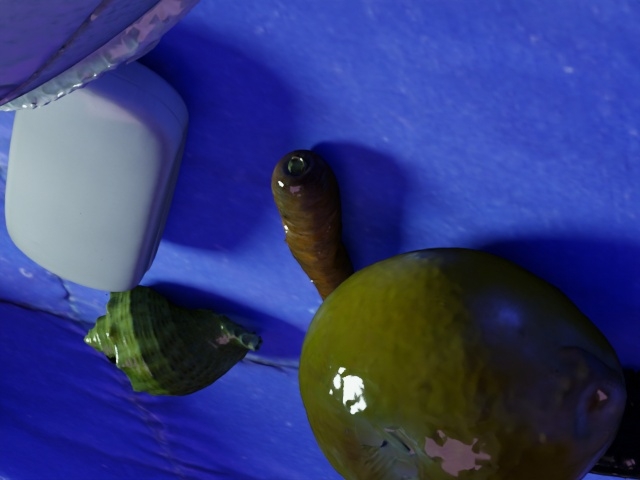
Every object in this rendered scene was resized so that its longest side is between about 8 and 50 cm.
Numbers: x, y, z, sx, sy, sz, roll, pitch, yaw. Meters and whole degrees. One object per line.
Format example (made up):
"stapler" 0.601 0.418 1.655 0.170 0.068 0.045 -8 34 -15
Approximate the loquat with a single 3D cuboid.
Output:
"loquat" 0.077 0.077 0.947 0.195 0.152 0.152 8 151 49

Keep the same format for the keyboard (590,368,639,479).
"keyboard" 0.154 0.100 1.008 0.231 0.072 0.023 4 135 34

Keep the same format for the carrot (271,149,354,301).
"carrot" -0.002 0.000 0.992 0.035 0.036 0.165 15 154 15

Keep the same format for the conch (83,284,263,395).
"conch" -0.095 0.064 1.163 0.121 0.074 0.089 -2 179 11

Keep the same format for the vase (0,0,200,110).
"vase" -0.101 -0.158 0.591 0.445 0.250 0.250 -9 139 39

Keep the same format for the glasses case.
"glasses case" -0.127 -0.035 0.996 0.092 0.059 0.233 22 152 0
